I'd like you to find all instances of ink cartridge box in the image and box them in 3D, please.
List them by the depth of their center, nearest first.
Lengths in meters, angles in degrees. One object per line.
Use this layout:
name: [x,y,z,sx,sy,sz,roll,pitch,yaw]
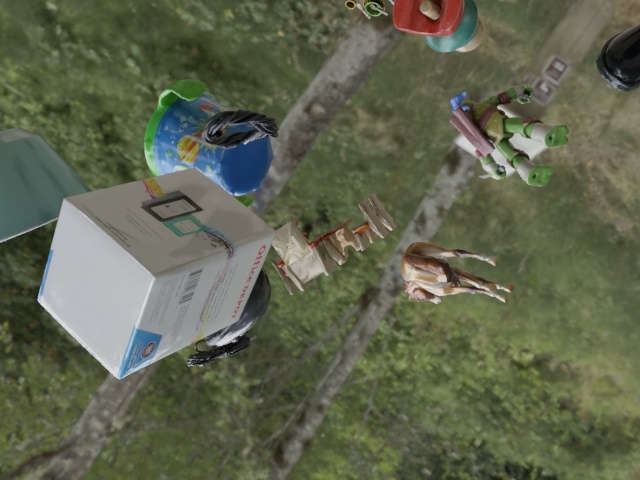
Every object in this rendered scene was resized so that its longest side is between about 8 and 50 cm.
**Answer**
ink cartridge box: [-0.246,0.038,1.276,0.197,0.198,0.270,38,-148,21]

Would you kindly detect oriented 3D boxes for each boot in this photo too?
boot: [0.573,-0.370,1.353,0.094,0.246,0.207,46,147,10]

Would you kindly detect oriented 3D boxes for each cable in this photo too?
cable: [-0.156,-0.215,1.636,0.151,0.047,0.184,-4,172,-3]

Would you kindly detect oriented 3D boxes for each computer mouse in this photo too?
computer mouse: [-0.171,0.172,1.796,0.072,0.272,0.188,42,-143,23]

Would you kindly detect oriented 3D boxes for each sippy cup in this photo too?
sippy cup: [-0.236,-0.205,1.871,0.224,0.240,0.305,22,-178,38]

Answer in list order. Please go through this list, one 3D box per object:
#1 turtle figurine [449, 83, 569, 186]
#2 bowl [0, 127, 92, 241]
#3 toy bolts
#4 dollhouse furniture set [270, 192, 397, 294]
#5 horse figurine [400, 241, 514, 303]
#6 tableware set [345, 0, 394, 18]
turtle figurine: [0.435,-0.230,1.832,0.275,0.198,0.266,44,-179,-42]
bowl: [-0.545,-0.079,1.372,0.311,0.312,0.163,-107,-5,-80]
toy bolts: [0.220,-0.372,1.166,0.218,0.228,0.158,18,-174,32]
dollhouse furniture set: [0.000,0.000,1.806,0.135,0.262,0.259,57,-155,0]
horse figurine: [0.184,0.051,1.232,0.174,0.066,0.263,10,170,23]
tableware set: [0.114,-0.495,1.662,0.154,0.024,0.104,-15,137,46]
